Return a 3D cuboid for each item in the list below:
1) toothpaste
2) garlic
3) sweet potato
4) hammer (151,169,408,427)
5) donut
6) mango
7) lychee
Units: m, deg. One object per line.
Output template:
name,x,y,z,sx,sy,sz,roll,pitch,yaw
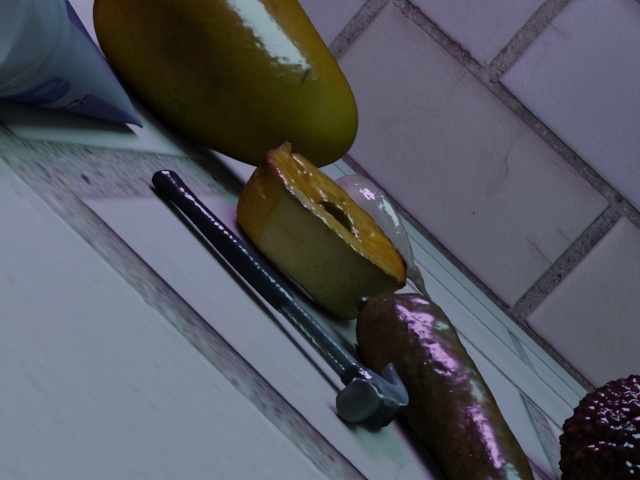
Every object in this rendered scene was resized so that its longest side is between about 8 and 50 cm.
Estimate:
toothpaste,-0.178,-0.126,0.617,0.125,0.080,0.371,44,2,-6
garlic,0.071,-0.006,1.230,0.198,0.090,0.128,42,-7,32
sweet potato,0.089,0.120,0.663,0.075,0.075,0.273,39,13,-33
hammer,-0.032,0.033,0.655,0.246,0.029,0.103,45,7,23
donut,-0.002,0.000,0.839,0.174,0.074,0.190,42,11,-21
mango,-0.093,-0.190,0.973,0.317,0.173,0.211,42,37,-8
lychee,0.335,0.228,0.969,0.188,0.188,0.188,42,7,-7
